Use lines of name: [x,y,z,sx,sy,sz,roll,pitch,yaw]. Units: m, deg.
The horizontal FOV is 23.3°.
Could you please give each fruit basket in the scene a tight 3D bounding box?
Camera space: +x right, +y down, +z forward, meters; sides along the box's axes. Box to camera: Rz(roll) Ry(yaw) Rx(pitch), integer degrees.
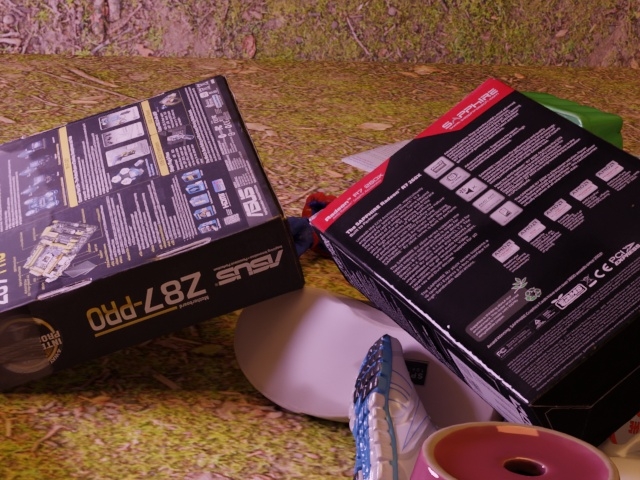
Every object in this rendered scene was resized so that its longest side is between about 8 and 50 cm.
fruit basket: [0.264,-0.111,2.327,0.353,0.165,0.327,-22,28,-27]

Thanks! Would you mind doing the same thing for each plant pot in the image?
plant pot: [0.119,0.225,1.016,0.201,0.180,0.201,4,16,-1]

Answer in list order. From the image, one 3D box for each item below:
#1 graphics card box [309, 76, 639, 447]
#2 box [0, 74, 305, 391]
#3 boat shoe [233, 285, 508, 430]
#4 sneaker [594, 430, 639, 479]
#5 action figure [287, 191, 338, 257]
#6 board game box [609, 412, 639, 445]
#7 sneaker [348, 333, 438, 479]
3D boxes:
graphics card box: [0.176,0.011,1.324,0.233,0.094,0.371,-38,35,-9]
box: [-0.209,-0.026,1.623,0.318,0.097,0.395,-17,29,-5]
boat shoe: [0.085,0.129,1.489,0.341,0.127,0.158,13,-4,38]
sneaker: [0.334,0.249,1.158,0.331,0.122,0.146,9,34,12]
action figure: [0.000,0.000,1.902,0.139,0.091,0.280,6,16,26]
board game box: [0.292,0.122,1.395,0.147,0.193,0.045,-5,22,-29]
sneaker: [0.073,0.166,1.346,0.083,0.071,0.190,14,46,-14]
